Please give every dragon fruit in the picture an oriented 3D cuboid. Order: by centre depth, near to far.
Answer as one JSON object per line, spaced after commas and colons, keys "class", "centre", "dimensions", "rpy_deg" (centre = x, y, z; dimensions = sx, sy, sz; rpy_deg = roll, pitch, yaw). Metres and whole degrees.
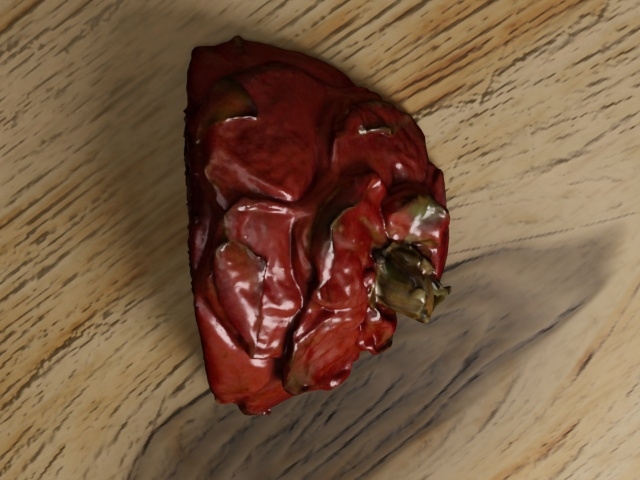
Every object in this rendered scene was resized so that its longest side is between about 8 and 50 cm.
{"class": "dragon fruit", "centre": [0.000, 0.000, 1.315], "dimensions": [0.205, 0.152, 0.316], "rpy_deg": [-5, 103, 4]}
